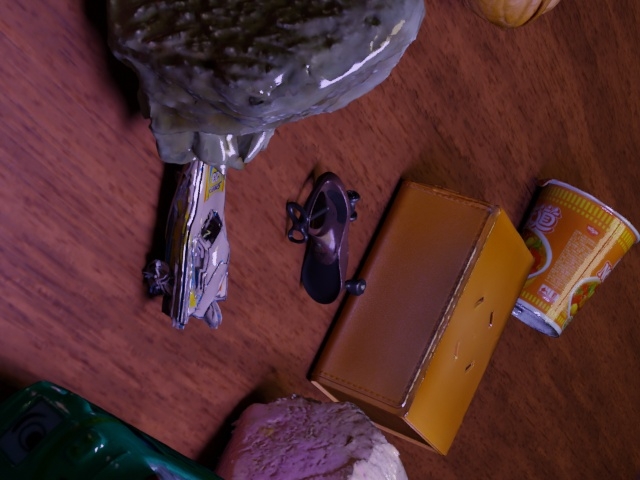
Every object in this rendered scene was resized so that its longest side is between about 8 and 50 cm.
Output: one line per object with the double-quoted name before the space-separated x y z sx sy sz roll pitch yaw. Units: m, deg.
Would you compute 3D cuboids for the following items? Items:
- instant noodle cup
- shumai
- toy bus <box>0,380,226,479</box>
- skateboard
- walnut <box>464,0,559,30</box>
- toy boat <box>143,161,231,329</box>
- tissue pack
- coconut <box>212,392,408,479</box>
"instant noodle cup" 0.339 0.031 2.447 0.185 0.168 0.168 -57 153 -9
"shumai" -0.036 -0.179 1.438 0.222 0.261 0.225 58 23 -66
"toy bus" -0.182 0.249 1.475 0.183 0.199 0.343 -48 153 -3
"skateboard" 0.000 0.000 1.844 0.080 0.067 0.151 -30 130 -40
"walnut" 0.226 -0.328 1.956 0.144 0.144 0.180 -16 126 -60
"toy boat" -0.113 -0.018 1.582 0.084 0.066 0.210 -31 135 -55
"tissue pack" 0.123 0.090 2.049 0.274 0.145 0.194 -65 156 -12
"coconut" -0.005 0.303 1.855 0.233 0.233 0.245 -49 141 -37
